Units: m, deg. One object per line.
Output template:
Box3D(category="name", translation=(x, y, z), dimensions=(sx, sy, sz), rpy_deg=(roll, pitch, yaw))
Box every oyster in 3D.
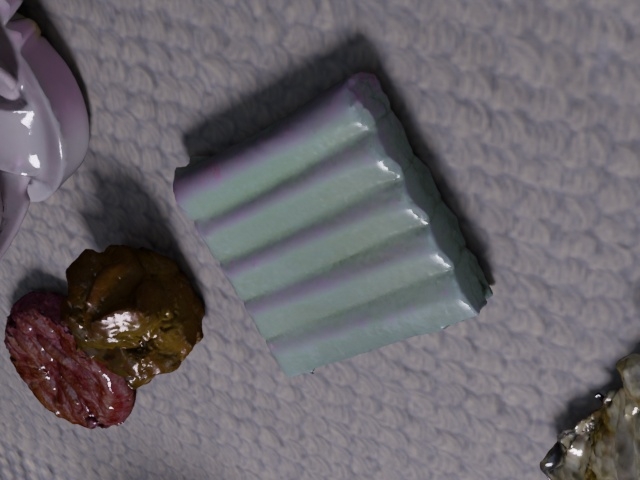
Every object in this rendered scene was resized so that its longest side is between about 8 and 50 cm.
Box3D(category="oyster", translation=(0.193, 0.149, 0.629), dimensions=(0.163, 0.081, 0.191), rpy_deg=(-3, 116, 45))

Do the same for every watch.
Box3D(category="watch", translation=(-0.304, -0.086, 0.727), dimensions=(0.196, 0.231, 0.244), rpy_deg=(24, 137, 26))

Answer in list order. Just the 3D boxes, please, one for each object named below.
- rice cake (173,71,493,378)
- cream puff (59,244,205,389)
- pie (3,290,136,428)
Box3D(category="rice cake", translation=(0.000, 0.000, 0.694), dimensions=(0.198, 0.037, 0.189), rpy_deg=(-14, 112, 44))
Box3D(category="cream puff", translation=(-0.149, 0.057, 0.815), dimensions=(0.116, 0.094, 0.122), rpy_deg=(36, 133, 7))
Box3D(category="pie", translation=(-0.227, 0.111, 0.960), dimensions=(0.155, 0.036, 0.154), rpy_deg=(22, 133, 25))
